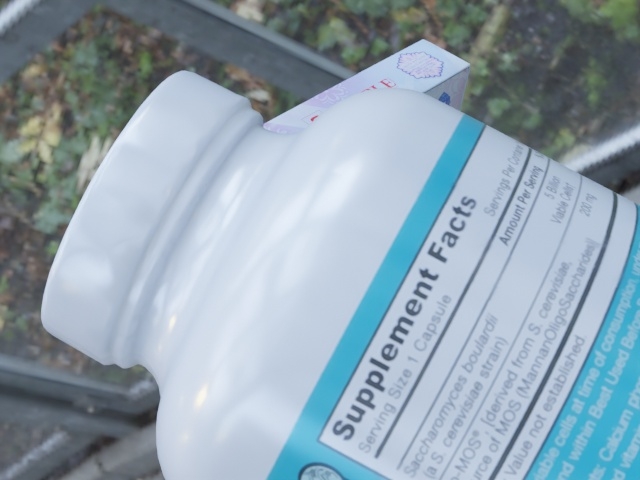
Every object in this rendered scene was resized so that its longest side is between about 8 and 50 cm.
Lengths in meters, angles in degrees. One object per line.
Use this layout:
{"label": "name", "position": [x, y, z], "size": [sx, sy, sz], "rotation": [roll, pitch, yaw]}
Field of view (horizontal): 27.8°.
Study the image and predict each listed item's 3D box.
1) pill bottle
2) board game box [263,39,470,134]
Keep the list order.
{"label": "pill bottle", "position": [0.053, 0.049, 0.389], "size": [0.264, 0.146, 0.146], "rotation": [28, 100, 4]}
{"label": "board game box", "position": [0.000, 0.000, 1.260], "size": [0.066, 0.318, 0.318], "rotation": [35, 136, 27]}
